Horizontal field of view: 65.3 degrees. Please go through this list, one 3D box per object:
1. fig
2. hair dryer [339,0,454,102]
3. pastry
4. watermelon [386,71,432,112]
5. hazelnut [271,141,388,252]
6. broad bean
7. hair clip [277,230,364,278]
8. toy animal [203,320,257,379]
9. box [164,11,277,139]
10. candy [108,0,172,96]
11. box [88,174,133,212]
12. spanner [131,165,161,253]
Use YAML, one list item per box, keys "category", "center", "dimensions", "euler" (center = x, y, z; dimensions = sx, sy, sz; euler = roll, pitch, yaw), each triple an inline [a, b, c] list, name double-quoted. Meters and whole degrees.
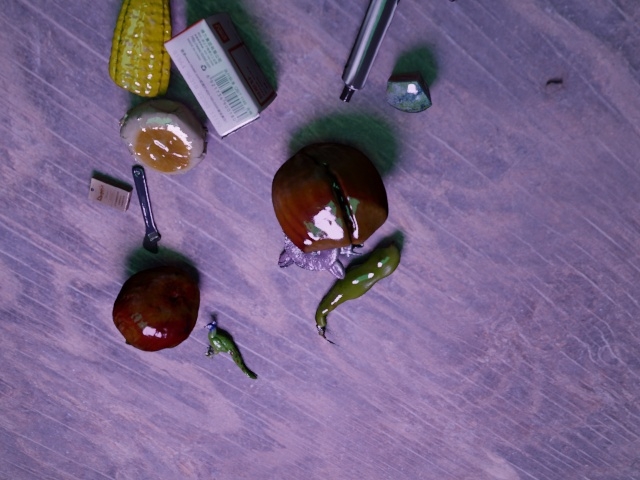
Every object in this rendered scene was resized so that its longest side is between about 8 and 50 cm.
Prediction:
- category: "fig"
  center: [-0.374, 0.190, 1.150]
  dimensions: [0.190, 0.191, 0.290]
  euler: [16, 135, -4]
- category: "hair dryer"
  center: [0.042, -0.383, 0.801]
  dimensions: [0.320, 0.156, 0.284]
  euler: [23, 108, -17]
- category: "pastry"
  center: [-0.298, -0.195, 0.951]
  dimensions: [0.166, 0.088, 0.166]
  euler: [0, 135, 0]
- category: "watermelon"
  center: [0.157, -0.272, 0.893]
  dimensions: [0.084, 0.092, 0.072]
  euler: [3, 80, -6]
- category: "hazelnut"
  center: [0.014, -0.086, 0.939]
  dimensions: [0.212, 0.181, 0.181]
  euler: [-22, 113, -6]
- category: "broad bean"
  center: [0.075, 0.113, 1.120]
  dimensions: [0.098, 0.056, 0.318]
  euler: [23, 123, -15]
- category: "hair clip"
  center: [-0.001, 0.003, 1.065]
  dimensions: [0.187, 0.056, 0.146]
  euler: [5, 112, 5]
- category: "toy animal"
  center: [-0.240, 0.286, 1.249]
  dimensions: [0.075, 0.041, 0.217]
  euler: [-20, 119, 14]
- category: "box"
  center: [-0.168, -0.292, 0.875]
  dimensions: [0.099, 0.133, 0.182]
  euler: [-24, 112, 18]
- category: "candy"
  center: [-0.308, -0.360, 0.873]
  dimensions: [0.106, 0.094, 0.199]
  euler: [-1, 120, -35]
- category: "box"
  center: [-0.448, -0.100, 1.064]
  dimensions: [0.083, 0.024, 0.053]
  euler: [23, 118, -6]
- category: "spanner"
  center: [-0.380, -0.062, 1.086]
  dimensions: [0.046, 0.012, 0.208]
  euler: [1, 118, 6]
